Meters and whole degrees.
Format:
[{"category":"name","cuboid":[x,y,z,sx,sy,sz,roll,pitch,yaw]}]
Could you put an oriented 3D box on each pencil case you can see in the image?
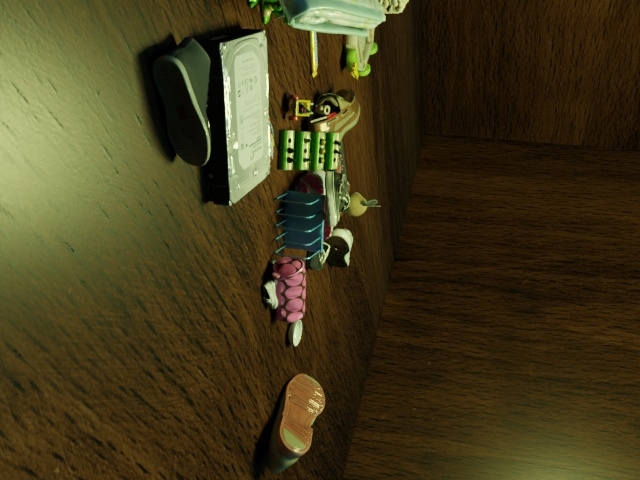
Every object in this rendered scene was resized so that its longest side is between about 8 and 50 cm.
[{"category":"pencil case","cuboid":[-0.093,0.145,1.844,0.098,0.095,0.209,-45,145,-39]}]

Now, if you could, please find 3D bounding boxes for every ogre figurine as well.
[{"category":"ogre figurine","cuboid":[-0.090,-0.548,1.489,0.197,0.118,0.096,47,52,-69]}]

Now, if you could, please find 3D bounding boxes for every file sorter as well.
[{"category":"file sorter","cuboid":[-0.062,-0.043,1.824,0.104,0.118,0.170,-37,132,-65]}]

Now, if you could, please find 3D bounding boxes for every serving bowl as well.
[{"category":"serving bowl","cuboid":[-0.084,0.292,2.061,0.083,0.027,0.083,8,90,-74]}]

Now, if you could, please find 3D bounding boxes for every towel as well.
[{"category":"towel","cuboid":[-0.015,-0.616,1.436,0.374,0.090,0.320,-20,84,-57]}]

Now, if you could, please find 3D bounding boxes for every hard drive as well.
[{"category":"hard drive","cuboid":[-0.179,-0.271,1.408,0.237,0.064,0.339,-51,146,-61]}]

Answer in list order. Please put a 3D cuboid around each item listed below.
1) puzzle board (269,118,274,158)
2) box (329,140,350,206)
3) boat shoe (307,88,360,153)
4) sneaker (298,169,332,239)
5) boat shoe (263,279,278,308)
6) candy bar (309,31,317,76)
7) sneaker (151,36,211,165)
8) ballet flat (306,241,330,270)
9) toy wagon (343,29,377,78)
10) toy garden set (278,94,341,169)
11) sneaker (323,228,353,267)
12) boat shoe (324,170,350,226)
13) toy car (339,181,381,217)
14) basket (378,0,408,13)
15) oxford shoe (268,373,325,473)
[{"category":"puzzle board","cuboid":[-0.131,-0.279,1.608,0.128,0.011,0.096,75,8,-54]},{"category":"box","cuboid":[0.056,-0.214,2.117,0.159,0.044,0.233,105,-22,-87]},{"category":"boat shoe","cuboid":[0.042,-0.398,2.026,0.324,0.123,0.120,-66,153,-46]},{"category":"sneaker","cuboid":[0.000,-0.116,2.035,0.111,0.103,0.252,-60,154,-50]},{"category":"boat shoe","cuboid":[-0.143,0.156,1.794,0.035,0.035,0.100,-34,140,-33]},{"category":"candy bar","cuboid":[-0.021,-0.564,1.911,0.040,0.018,0.161,-61,154,-53]},{"category":"sneaker","cuboid":[-0.230,-0.253,1.195,0.118,0.083,0.222,-66,156,-47]},{"category":"ballet flat","cuboid":[0.000,0.000,2.148,0.074,0.074,0.203,0,97,-74]},{"category":"toy wagon","cuboid":[0.136,-0.715,2.305,0.267,0.068,0.344,74,29,-54]},{"category":"toy garden set","cuboid":[-0.013,-0.300,1.832,0.244,0.049,0.203,-9,107,-50]},{"category":"sneaker","cuboid":[0.062,-0.004,2.331,0.290,0.106,0.123,86,12,-69]},{"category":"boat shoe","cuboid":[0.049,-0.124,1.856,0.219,0.070,0.077,-90,-177,-45]},{"category":"toy car","cuboid":[0.113,-0.144,2.260,0.155,0.188,0.149,22,76,-74]},{"category":"basket","cuboid":[0.136,-0.848,1.885,0.331,0.266,0.328,-64,155,-52]},{"category":"oxford shoe","cuboid":[-0.092,0.565,2.053,0.146,0.140,0.397,-55,-179,24]}]
